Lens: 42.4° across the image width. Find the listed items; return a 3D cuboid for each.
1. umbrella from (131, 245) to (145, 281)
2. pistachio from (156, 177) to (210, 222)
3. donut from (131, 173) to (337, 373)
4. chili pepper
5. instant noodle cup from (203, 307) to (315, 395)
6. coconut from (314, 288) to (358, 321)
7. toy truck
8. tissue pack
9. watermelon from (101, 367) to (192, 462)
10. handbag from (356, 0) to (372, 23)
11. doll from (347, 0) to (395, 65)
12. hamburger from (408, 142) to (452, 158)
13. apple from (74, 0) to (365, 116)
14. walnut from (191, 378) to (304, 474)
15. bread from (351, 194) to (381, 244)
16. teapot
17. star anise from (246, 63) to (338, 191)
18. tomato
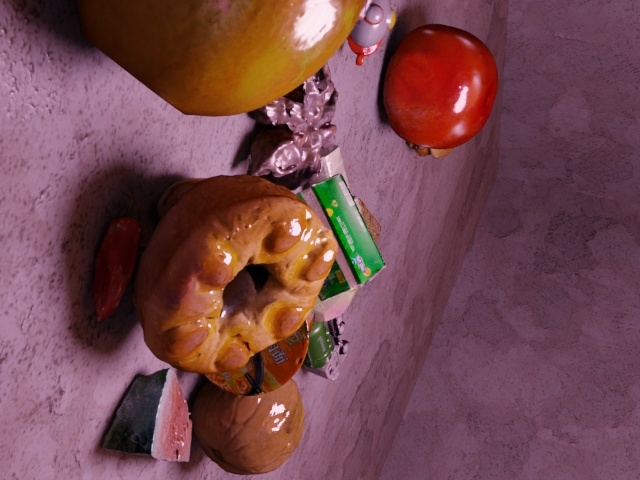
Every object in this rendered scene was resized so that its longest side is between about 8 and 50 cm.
[{"bbox_3d":[-0.272,0.075,1.286,0.037,0.040,0.144,-44,140,-44],"label":"umbrella"},{"bbox_3d":[-0.187,-0.044,1.309,0.185,0.124,0.124,26,80,-69],"label":"pistachio"},{"bbox_3d":[-0.132,0.051,1.223,0.317,0.150,0.299,-35,144,-5],"label":"donut"},{"bbox_3d":[-0.288,0.024,1.177,0.050,0.059,0.191,31,72,-73],"label":"chili pepper"},{"bbox_3d":[-0.114,0.150,1.528,0.182,0.230,0.230,-35,136,-75],"label":"instant noodle cup"},{"bbox_3d":[-0.010,0.053,1.744,0.236,0.205,0.236,-61,166,-26],"label":"coconut"},{"bbox_3d":[-0.005,0.249,2.050,0.125,0.101,0.242,-58,152,-30],"label":"toy truck"},{"bbox_3d":[-0.001,0.001,1.581,0.209,0.156,0.148,64,24,-4],"label":"tissue pack"},{"bbox_3d":[-0.274,0.322,1.415,0.241,0.094,0.154,74,26,-57],"label":"watermelon"},{"bbox_3d":[-0.008,-0.479,1.407,0.251,0.190,0.193,-24,133,-56],"label":"handbag"},{"bbox_3d":[0.124,-0.548,1.798,0.200,0.105,0.336,-141,-115,-79],"label":"doll"},{"bbox_3d":[0.364,-0.393,2.537,0.259,0.145,0.283,-19,127,-70],"label":"hamburger"},{"bbox_3d":[-0.128,-0.335,1.028,0.384,0.374,0.374,-125,-142,-62],"label":"apple"},{"bbox_3d":[-0.136,0.341,1.607,0.228,0.228,0.228,15,90,-70],"label":"walnut"},{"bbox_3d":[0.053,-0.007,2.018,0.184,0.111,0.234,-68,157,-12],"label":"bread"},{"bbox_3d":[0.037,-0.107,1.821,0.077,0.107,0.200,-43,127,-43],"label":"teapot"},{"bbox_3d":[-0.045,-0.221,1.579,0.331,0.118,0.331,-54,156,-37],"label":"star anise"},{"bbox_3d":[0.311,-0.402,2.166,0.293,0.290,0.325,3,104,-63],"label":"tomato"}]
